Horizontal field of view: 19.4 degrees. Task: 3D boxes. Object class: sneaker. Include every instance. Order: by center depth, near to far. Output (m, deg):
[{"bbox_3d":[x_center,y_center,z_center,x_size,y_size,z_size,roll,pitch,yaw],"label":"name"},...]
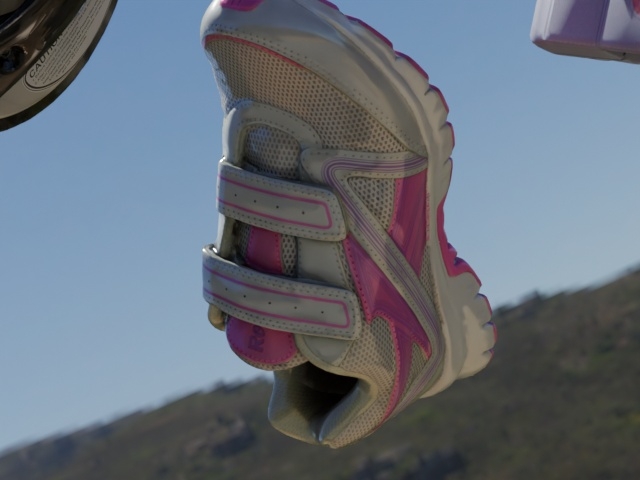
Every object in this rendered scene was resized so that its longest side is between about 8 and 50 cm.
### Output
[{"bbox_3d":[0.000,0.000,0.841,0.103,0.252,0.111,14,49,41],"label":"sneaker"}]

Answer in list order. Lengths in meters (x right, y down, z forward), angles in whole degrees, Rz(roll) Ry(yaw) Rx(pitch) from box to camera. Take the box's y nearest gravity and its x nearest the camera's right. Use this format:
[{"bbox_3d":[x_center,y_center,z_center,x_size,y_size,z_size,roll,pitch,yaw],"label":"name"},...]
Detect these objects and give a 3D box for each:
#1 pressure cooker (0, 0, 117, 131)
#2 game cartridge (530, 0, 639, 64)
[{"bbox_3d":[-0.350,-0.274,1.537,0.420,0.369,0.375,16,19,26],"label":"pressure cooker"},{"bbox_3d":[0.211,-0.163,0.786,0.060,0.196,0.294,14,0,-37],"label":"game cartridge"}]
